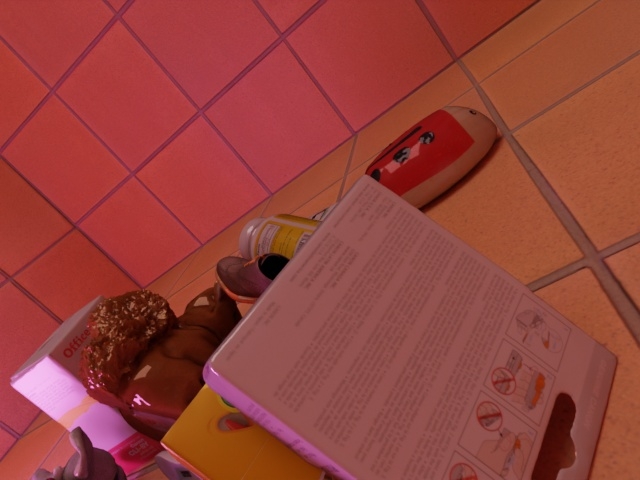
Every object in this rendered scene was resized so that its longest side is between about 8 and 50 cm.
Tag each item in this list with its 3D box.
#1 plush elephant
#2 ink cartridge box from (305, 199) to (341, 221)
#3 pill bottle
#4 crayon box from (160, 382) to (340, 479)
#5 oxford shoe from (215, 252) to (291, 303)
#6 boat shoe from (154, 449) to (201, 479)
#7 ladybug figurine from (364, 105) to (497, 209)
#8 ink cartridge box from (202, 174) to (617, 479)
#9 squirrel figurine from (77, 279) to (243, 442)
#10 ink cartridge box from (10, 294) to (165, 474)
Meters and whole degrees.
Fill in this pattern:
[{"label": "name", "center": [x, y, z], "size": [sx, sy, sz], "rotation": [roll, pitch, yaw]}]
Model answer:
[{"label": "plush elephant", "center": [-0.558, 0.569, 1.021], "size": [0.331, 0.271, 0.255], "rotation": [-13, 31, -7]}, {"label": "ink cartridge box", "center": [0.000, 0.000, 1.455], "size": [0.278, 0.117, 0.201], "rotation": [-25, 23, 39]}, {"label": "pill bottle", "center": [-0.062, 0.030, 1.236], "size": [0.334, 0.187, 0.188], "rotation": [14, 54, 43]}, {"label": "crayon box", "center": [0.051, 0.192, 0.585], "size": [0.363, 0.313, 0.106], "rotation": [-52, -20, -31]}, {"label": "oxford shoe", "center": [-0.127, 0.077, 1.082], "size": [0.364, 0.132, 0.130], "rotation": [16, 35, 40]}, {"label": "boat shoe", "center": [-0.270, 0.461, 0.983], "size": [0.229, 0.080, 0.076], "rotation": [-28, 4, 43]}, {"label": "ladybug figurine", "center": [0.287, -0.227, 1.338], "size": [0.449, 0.162, 0.305], "rotation": [-40, 18, 4]}, {"label": "ink cartridge box", "center": [0.116, 0.142, 0.530], "size": [0.308, 0.385, 0.091], "rotation": [-51, -5, -31]}, {"label": "squirrel figurine", "center": [-0.351, 0.243, 1.117], "size": [0.281, 0.397, 0.370], "rotation": [-40, 24, 44]}, {"label": "ink cartridge box", "center": [-0.562, 0.380, 1.258], "size": [0.160, 0.384, 0.279], "rotation": [-35, 19, 17]}]
